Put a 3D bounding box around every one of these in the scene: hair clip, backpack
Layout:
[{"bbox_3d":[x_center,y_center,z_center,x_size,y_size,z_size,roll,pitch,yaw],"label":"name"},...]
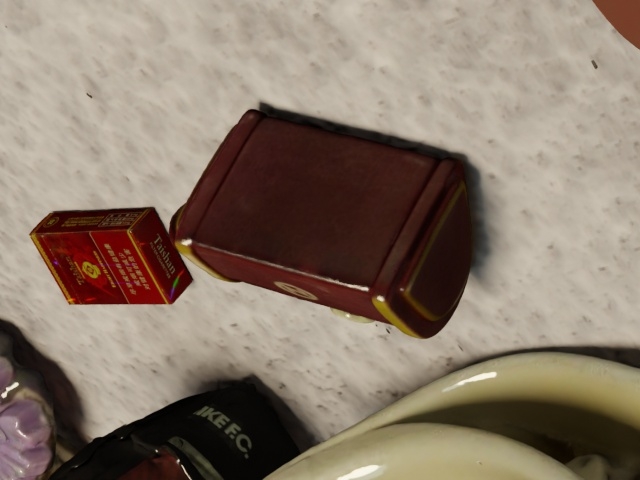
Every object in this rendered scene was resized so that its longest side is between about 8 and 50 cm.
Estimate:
[{"bbox_3d":[-0.232,0.078,1.207,0.292,0.084,0.106,47,123,-2],"label":"hair clip"},{"bbox_3d":[-0.079,0.148,1.065,0.120,0.165,0.106,54,145,-9],"label":"backpack"},{"bbox_3d":[0.123,0.136,0.951,0.282,0.113,0.172,-17,115,52],"label":"hair clip"}]

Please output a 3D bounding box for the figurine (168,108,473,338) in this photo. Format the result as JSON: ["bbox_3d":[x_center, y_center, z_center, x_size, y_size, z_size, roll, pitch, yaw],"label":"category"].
[{"bbox_3d":[-0.001,0.001,0.946,0.154,0.082,0.098,14,154,29],"label":"figurine"}]

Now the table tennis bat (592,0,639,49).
[{"bbox_3d":[0.121,-0.131,0.760,0.156,0.013,0.087,51,143,-16],"label":"table tennis bat"}]

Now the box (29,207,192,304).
[{"bbox_3d":[-0.116,0.010,1.077,0.082,0.023,0.051,-2,125,40],"label":"box"}]
